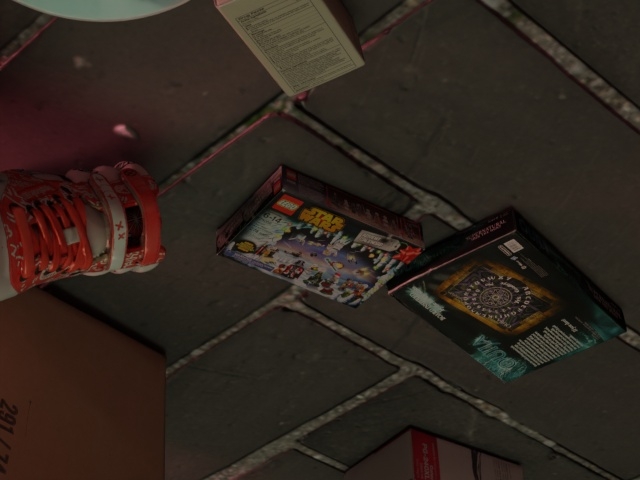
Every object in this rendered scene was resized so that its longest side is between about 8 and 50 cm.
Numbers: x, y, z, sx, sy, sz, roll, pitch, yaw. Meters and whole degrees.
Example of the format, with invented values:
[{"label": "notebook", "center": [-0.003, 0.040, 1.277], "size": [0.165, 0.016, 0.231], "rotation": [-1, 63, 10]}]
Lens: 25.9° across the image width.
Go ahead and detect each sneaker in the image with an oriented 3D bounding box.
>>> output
[{"label": "sneaker", "center": [-0.179, -0.011, 0.927], "size": [0.145, 0.090, 0.270], "rotation": [-6, -176, -5]}]

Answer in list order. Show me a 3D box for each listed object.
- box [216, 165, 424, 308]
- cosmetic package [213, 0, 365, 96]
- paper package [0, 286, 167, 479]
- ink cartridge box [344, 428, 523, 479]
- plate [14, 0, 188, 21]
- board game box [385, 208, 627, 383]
[{"label": "box", "center": [0.000, 0.000, 1.092], "size": [0.137, 0.027, 0.094], "rotation": [22, 134, -28]}, {"label": "cosmetic package", "center": [-0.020, -0.143, 0.879], "size": [0.060, 0.041, 0.115], "rotation": [-21, 150, 12]}, {"label": "paper package", "center": [-0.276, 0.193, 1.078], "size": [0.168, 0.325, 0.309], "rotation": [-30, 135, 30]}, {"label": "ink cartridge box", "center": [0.116, 0.255, 1.391], "size": [0.150, 0.063, 0.109], "rotation": [23, 135, -28]}, {"label": "plate", "center": [-0.135, -0.206, 0.827], "size": [0.188, 0.024, 0.188], "rotation": [-2, 141, -2]}, {"label": "board game box", "center": [0.157, 0.052, 1.170], "size": [0.126, 0.026, 0.186], "rotation": [-27, 136, 27]}]
